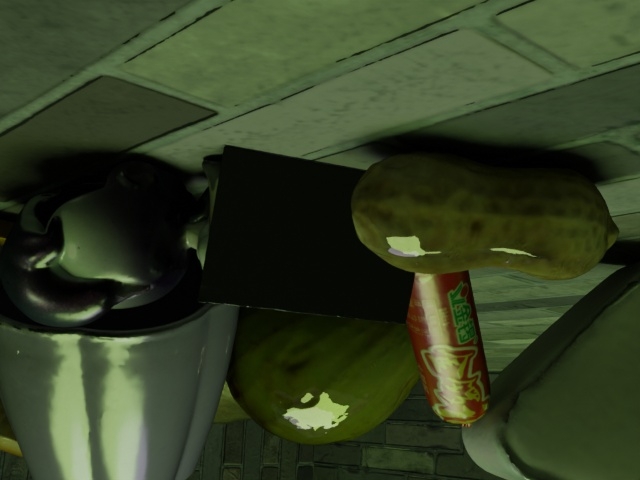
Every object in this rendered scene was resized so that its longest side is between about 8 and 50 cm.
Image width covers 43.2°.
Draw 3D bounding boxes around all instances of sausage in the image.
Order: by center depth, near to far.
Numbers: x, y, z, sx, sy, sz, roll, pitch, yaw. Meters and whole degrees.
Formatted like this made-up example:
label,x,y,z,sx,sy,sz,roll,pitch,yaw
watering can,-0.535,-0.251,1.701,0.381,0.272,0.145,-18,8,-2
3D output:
label,x,y,z,sx,sy,sz,roll,pitch,yaw
sausage,0.127,0.094,0.810,0.083,0.083,0.264,-2,125,23

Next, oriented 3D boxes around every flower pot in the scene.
label,x,y,z,sx,sy,sz,roll,pitch,yaw
flower pot,-0.222,0.137,0.844,0.265,0.243,0.265,6,-160,-2

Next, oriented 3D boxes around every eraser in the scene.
label,x,y,z,sx,sy,sz,roll,pitch,yaw
eraser,0.316,0.192,0.896,0.331,0.331,0.150,5,167,-8

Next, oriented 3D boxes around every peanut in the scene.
label,x,y,z,sx,sy,sz,roll,pitch,yaw
peanut,0.134,-0.017,0.630,0.229,0.098,0.103,6,-152,-12

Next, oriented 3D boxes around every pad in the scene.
label,x,y,z,sx,sy,sz,roll,pitch,yaw
pad,0.000,0.000,0.673,0.190,0.127,0.004,8,-172,-21

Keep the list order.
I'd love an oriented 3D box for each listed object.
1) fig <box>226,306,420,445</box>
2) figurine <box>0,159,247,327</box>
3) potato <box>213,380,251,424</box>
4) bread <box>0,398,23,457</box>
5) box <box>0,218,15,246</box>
label,x,y,z,sx,sy,sz,roll,pitch,yaw
fig,0.018,0.099,0.925,0.271,0.239,0.239,-34,155,15
figurine,-0.163,0.008,0.701,0.222,0.145,0.145,-3,167,6
potato,-0.129,0.185,1.315,0.359,0.219,0.270,-12,168,34
bread,-0.331,0.114,1.084,0.424,0.245,0.329,-5,125,10
box,-0.444,-0.005,0.957,0.247,0.033,0.129,-9,162,44
